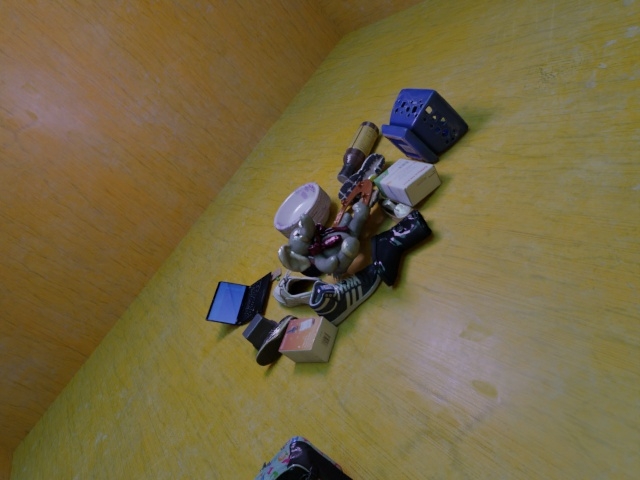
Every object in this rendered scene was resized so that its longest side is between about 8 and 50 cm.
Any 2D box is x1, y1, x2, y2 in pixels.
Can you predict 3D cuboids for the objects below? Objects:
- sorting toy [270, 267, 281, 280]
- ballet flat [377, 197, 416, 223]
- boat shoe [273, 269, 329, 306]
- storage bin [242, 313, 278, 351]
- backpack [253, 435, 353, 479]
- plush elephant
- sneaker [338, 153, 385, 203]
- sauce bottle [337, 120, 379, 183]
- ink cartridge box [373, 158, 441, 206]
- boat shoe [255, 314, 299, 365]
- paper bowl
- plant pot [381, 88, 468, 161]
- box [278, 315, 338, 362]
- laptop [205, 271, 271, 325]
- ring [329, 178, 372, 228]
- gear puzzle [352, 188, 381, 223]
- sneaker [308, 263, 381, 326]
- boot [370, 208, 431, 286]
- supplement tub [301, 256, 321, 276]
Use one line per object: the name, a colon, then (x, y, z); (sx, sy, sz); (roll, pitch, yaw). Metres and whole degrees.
sorting toy: (-0.207, 0.165, 2.085); (0.062, 0.012, 0.083); (-34, 29, 14)
ballet flat: (0.289, -0.111, 1.701); (0.080, 0.073, 0.232); (-49, 30, -6)
boat shoe: (-0.103, 0.184, 1.780); (0.367, 0.156, 0.136); (2, 55, 53)
storage bin: (-0.244, 0.368, 1.814); (0.135, 0.091, 0.098); (-54, 30, -9)
backpack: (-0.062, 0.643, 1.121); (0.253, 0.225, 0.191); (-50, 7, 6)
plush elephant: (0.000, 0.000, 1.627); (0.330, 0.255, 0.272); (113, 179, -49)
sneaker: (0.193, -0.272, 2.024); (0.275, 0.107, 0.110); (-46, 1, 9)
sauce bottle: (0.176, -0.422, 2.182); (0.111, 0.111, 0.345); (-4, 51, 51)
ink cartridge box: (0.333, -0.227, 1.734); (0.154, 0.093, 0.212); (-39, 27, -11)
boat shoe: (-0.167, 0.379, 1.720); (0.224, 0.080, 0.073); (-49, 24, -13)
paper bowl: (-0.071, -0.123, 2.113); (0.284, 0.148, 0.284); (-33, 33, 25)
plant pot: (0.402, -0.454, 1.813); (0.212, 0.236, 0.236); (-54, 29, 2)
box: (-0.042, 0.348, 1.572); (0.170, 0.091, 0.130); (-16, 42, 43)
laptop: (-0.372, 0.255, 2.066); (0.264, 0.136, 0.234); (-34, 32, 36)
ring: (0.112, -0.107, 1.856); (0.337, 0.032, 0.337); (-56, 16, 26)
gear puzzle: (0.146, -0.050, 1.788); (0.339, 0.044, 0.175); (-63, 14, 3)
sneaker: (0.083, 0.161, 1.566); (0.282, 0.153, 0.099); (-47, 30, 2)
boot: (0.280, 0.017, 1.537); (0.207, 0.094, 0.247); (-35, 31, 24)
supplement tub: (-0.028, 0.050, 1.894); (0.106, 0.106, 0.198); (-24, 37, 35)
